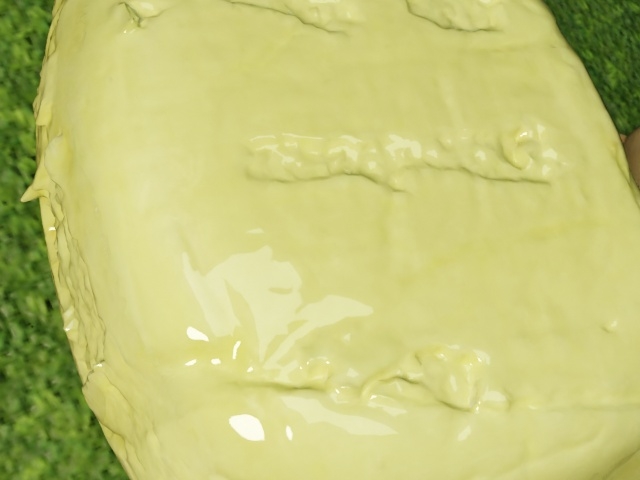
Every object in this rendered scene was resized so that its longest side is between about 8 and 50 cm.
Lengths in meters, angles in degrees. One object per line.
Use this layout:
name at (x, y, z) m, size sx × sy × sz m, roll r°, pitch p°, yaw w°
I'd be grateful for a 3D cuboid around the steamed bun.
steamed bun at (0.000, 0.000, 0.456) m, size 0.232 × 0.166 × 0.273 m, roll -11°, pitch 69°, yaw -27°

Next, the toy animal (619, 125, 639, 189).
toy animal at (0.212, -0.029, 0.628) m, size 0.082 × 0.114 × 0.091 m, roll -1°, pitch 101°, yaw -42°
